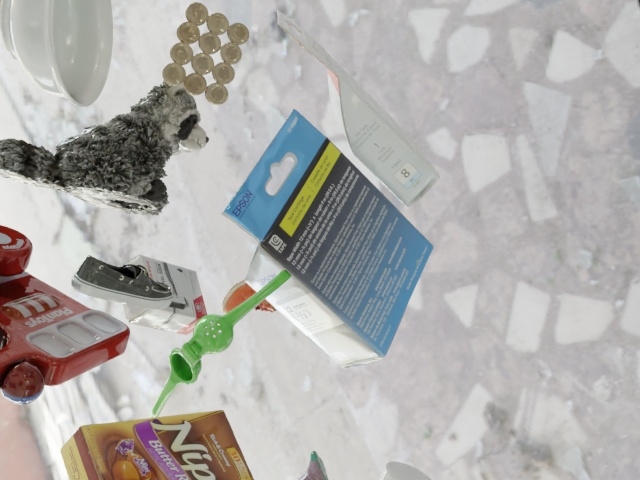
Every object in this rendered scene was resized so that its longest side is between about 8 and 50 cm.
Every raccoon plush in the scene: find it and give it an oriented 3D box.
[{"bbox_3d":[-0.448,-0.238,1.846,0.216,0.446,0.299,-6,70,54],"label":"raccoon plush"}]

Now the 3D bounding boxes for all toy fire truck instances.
[{"bbox_3d":[-0.416,0.110,1.140,0.254,0.302,0.169,25,107,15],"label":"toy fire truck"}]

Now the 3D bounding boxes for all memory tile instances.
[{"bbox_3d":[-0.184,-0.300,1.444,0.012,0.113,0.148,-14,56,68],"label":"memory tile"}]

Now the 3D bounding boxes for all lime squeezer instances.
[{"bbox_3d":[-0.170,0.153,1.283,0.059,0.110,0.310,42,101,-3],"label":"lime squeezer"}]

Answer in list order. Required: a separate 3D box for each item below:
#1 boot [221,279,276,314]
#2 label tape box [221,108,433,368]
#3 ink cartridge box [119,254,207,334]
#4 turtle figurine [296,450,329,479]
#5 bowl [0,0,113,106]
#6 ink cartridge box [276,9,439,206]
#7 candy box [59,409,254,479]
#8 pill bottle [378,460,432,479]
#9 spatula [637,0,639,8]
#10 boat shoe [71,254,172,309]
[{"bbox_3d":[-0.120,0.112,1.717,0.158,0.059,0.084,-35,50,14],"label":"boot"},{"bbox_3d":[0.000,0.000,1.446,0.348,0.249,0.115,43,142,-18],"label":"label tape box"},{"bbox_3d":[-0.252,0.088,1.438,0.056,0.135,0.099,-31,62,24],"label":"ink cartridge box"},{"bbox_3d":[-0.092,0.336,1.045,0.175,0.234,0.118,71,178,-52],"label":"turtle figurine"},{"bbox_3d":[-0.493,-0.397,1.649,0.134,0.298,0.297,3,104,7],"label":"bowl"},{"bbox_3d":[0.037,-0.251,1.651,0.091,0.385,0.308,-46,15,12],"label":"ink cartridge box"},{"bbox_3d":[-0.162,0.240,0.928,0.053,0.187,0.109,-46,59,30],"label":"candy box"},{"bbox_3d":[0.095,0.427,1.308,0.108,0.108,0.193,31,103,42],"label":"pill bottle"},{"bbox_3d":[0.468,-0.386,1.104,0.296,0.030,0.084,119,138,-60],"label":"spatula"},{"bbox_3d":[-0.213,0.047,1.003,0.049,0.142,0.040,32,99,34],"label":"boat shoe"}]
